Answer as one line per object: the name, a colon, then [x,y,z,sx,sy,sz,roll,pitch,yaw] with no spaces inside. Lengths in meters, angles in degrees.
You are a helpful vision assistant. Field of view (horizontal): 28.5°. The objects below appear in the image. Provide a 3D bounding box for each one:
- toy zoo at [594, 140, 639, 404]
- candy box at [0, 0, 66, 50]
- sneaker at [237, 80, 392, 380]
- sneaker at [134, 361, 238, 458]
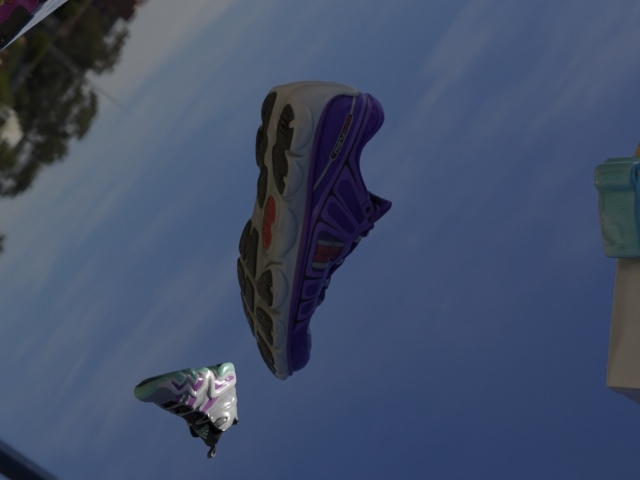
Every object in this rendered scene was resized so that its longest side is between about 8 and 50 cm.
toy zoo: [0.236,0.020,0.697,0.030,0.293,0.192,0,-113,44]
candy box: [-0.114,-0.192,0.480,0.233,0.159,0.071,-25,-161,53]
sneaker: [0.000,0.000,0.659,0.068,0.071,0.169,-120,-144,-54]
sneaker: [-0.094,0.131,0.946,0.038,0.069,0.098,-18,171,40]
